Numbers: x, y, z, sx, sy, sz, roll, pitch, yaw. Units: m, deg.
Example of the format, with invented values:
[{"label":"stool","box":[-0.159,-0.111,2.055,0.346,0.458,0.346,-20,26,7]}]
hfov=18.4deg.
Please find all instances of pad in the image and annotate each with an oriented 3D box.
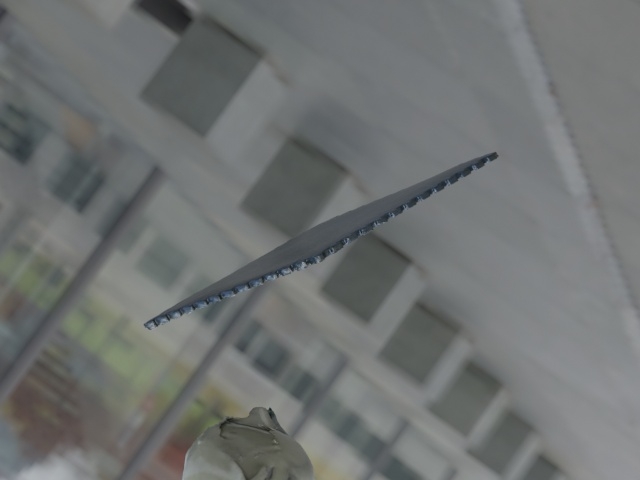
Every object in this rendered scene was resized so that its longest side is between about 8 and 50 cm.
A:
[{"label":"pad","box":[0.000,0.000,1.816,0.270,0.269,0.012,-23,95,46]}]

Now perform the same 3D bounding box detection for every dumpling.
[{"label":"dumpling","box":[-0.067,0.211,1.614,0.108,0.127,0.188,21,-164,-7]}]
